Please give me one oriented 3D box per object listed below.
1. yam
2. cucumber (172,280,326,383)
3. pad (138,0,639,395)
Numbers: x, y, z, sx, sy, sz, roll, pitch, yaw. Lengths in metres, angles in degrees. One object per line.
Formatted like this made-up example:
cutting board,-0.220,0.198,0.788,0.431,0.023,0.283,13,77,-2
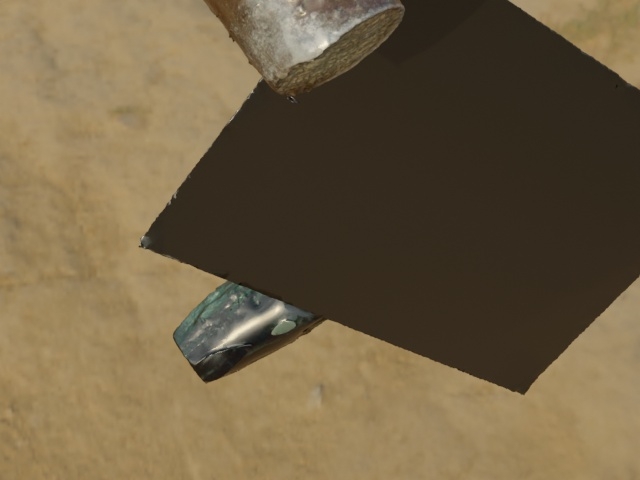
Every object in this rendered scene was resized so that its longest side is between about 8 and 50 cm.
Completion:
yam,-0.031,-0.135,0.589,0.079,0.079,0.141,-32,80,-34
cucumber,-0.078,0.102,1.596,0.193,0.115,0.086,-31,30,4
pad,0.095,-0.028,0.854,0.367,0.247,0.007,23,26,-37
